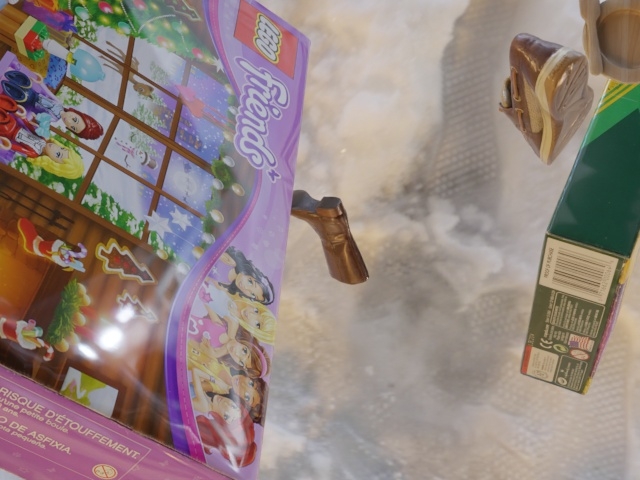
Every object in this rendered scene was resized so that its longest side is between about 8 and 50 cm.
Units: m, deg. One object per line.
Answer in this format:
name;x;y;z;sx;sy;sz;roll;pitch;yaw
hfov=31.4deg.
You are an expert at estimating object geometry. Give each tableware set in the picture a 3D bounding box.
tableware set;0.264;-0.166;0.785;0.169;0.020;0.141;12;78;3

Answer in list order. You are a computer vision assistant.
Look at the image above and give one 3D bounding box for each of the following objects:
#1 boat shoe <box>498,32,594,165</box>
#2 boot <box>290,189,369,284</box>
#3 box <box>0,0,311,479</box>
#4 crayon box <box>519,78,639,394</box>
boat shoe;0.345;-0.227;1.795;0.123;0.342;0.123;36;86;20
boot;0.000;0.000;1.293;0.037;0.106;0.114;-45;129;-31
box;-0.107;-0.043;0.480;0.201;0.057;0.293;32;37;-23
crayon box;0.363;-0.022;1.460;0.106;0.363;0.313;18;61;15
